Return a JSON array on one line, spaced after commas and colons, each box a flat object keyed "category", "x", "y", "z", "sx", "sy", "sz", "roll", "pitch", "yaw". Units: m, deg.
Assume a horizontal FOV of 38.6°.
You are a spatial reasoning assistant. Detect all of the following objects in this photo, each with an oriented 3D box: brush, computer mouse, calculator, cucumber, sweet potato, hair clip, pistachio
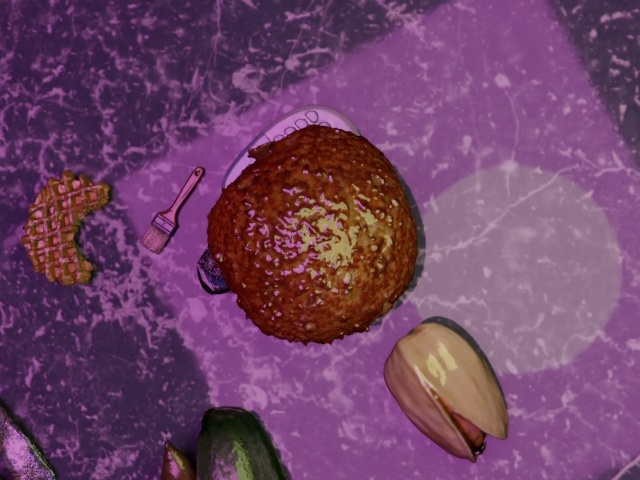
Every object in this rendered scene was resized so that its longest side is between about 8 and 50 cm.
[{"category": "brush", "x": -0.250, "y": -0.055, "z": 1.569, "sx": 0.043, "sy": 0.014, "sz": 0.169, "roll": 34, "pitch": 94, "yaw": 8}, {"category": "computer mouse", "x": -0.160, "y": 0.029, "z": 1.533, "sx": 0.079, "sy": 0.047, "sz": 0.135, "roll": 21, "pitch": 78, "yaw": -5}, {"category": "calculator", "x": -0.055, "y": -0.093, "z": 1.510, "sx": 0.184, "sy": 0.042, "sz": 0.295, "roll": 42, "pitch": 90, "yaw": 3}, {"category": "cucumber", "x": -0.126, "y": 0.432, "z": 1.488, "sx": 0.145, "sy": 0.105, "sz": 0.325, "roll": -11, "pitch": 83, "yaw": 11}, {"category": "sweet potato", "x": -0.215, "y": 0.450, "z": 1.520, "sx": 0.075, "sy": 0.075, "sz": 0.269, "roll": -15, "pitch": 97, "yaw": 10}, {"category": "hair clip", "x": -0.534, "y": 0.358, "z": 1.596, "sx": 0.066, "sy": 0.036, "sz": 0.229, "roll": -35, "pitch": 83, "yaw": 1}, {"category": "pistachio", "x": 0.196, "y": 0.234, "z": 1.409, "sx": 0.157, "sy": 0.157, "sz": 0.229, "roll": -38, "pitch": 94, "yaw": 7}]

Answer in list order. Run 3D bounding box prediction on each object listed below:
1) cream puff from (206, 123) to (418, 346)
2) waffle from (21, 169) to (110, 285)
[{"category": "cream puff", "x": -0.005, "y": 0.001, "z": 1.378, "sx": 0.351, "sy": 0.229, "sz": 0.350, "roll": -2, "pitch": 99, "yaw": -10}, {"category": "waffle", "x": -0.436, "y": -0.021, "z": 1.584, "sx": 0.149, "sy": 0.051, "sz": 0.194, "roll": 22, "pitch": 87, "yaw": 10}]
